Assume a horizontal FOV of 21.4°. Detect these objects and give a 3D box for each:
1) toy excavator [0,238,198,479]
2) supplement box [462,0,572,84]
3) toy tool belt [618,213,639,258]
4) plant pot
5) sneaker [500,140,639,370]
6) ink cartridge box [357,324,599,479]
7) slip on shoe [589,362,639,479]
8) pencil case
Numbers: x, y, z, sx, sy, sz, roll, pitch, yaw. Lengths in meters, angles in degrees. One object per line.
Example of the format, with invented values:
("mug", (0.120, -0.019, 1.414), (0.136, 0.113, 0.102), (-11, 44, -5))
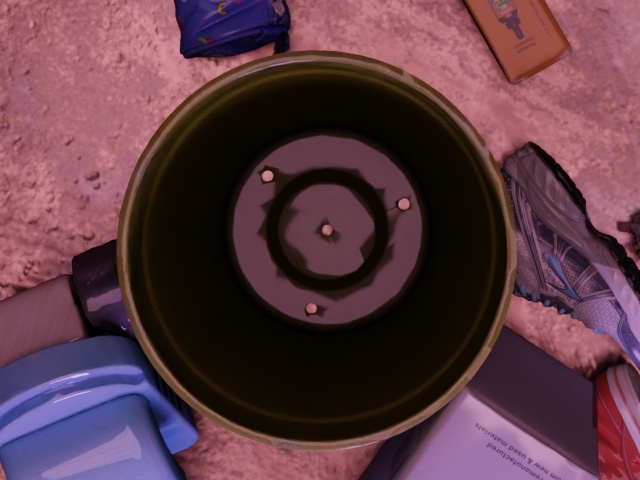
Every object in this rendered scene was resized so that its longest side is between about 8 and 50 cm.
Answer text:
("toy excavator", (-0.207, 0.285, 1.794), (0.222, 0.433, 0.445), (-21, 65, 3))
("supplement box", (0.181, -0.285, 1.833), (0.078, 0.080, 0.233), (-29, 91, 4))
("toy tool belt", (0.366, 0.007, 1.864), (0.051, 0.052, 0.083), (-28, 92, 31))
("plant pot", (0.000, 0.000, 1.719), (0.366, 0.353, 0.366), (0, 94, 1))
("sneaker", (0.270, 0.035, 1.851), (0.122, 0.110, 0.283), (-37, 86, 17))
("ink cartridge box", (0.114, 0.296, 1.742), (0.160, 0.279, 0.385), (34, 106, -1))
("slip on shoe", (0.359, 0.299, 1.852), (0.101, 0.123, 0.331), (-25, 90, 19))
("pencil case", (-0.110, -0.344, 1.815), (0.133, 0.119, 0.306), (-7, 94, 32))
